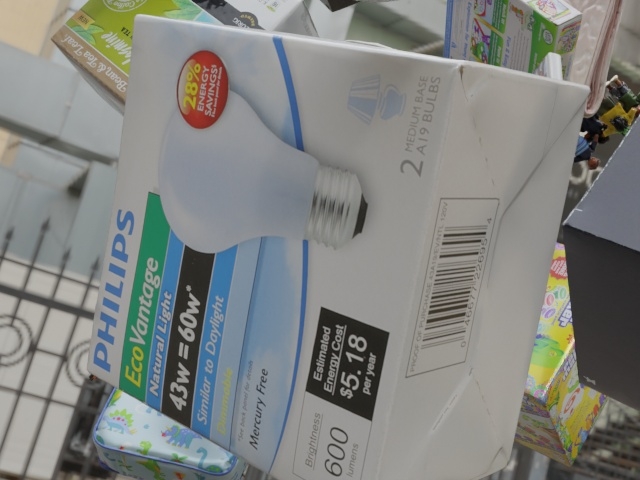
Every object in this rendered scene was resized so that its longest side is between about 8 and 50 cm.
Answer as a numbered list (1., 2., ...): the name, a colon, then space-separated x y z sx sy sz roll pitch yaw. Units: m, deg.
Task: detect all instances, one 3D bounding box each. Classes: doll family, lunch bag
1. doll family: 0.540 -0.218 1.742 0.111 0.076 0.193 45 -54 -8
2. lunch bag: -0.199 0.266 1.308 0.219 0.176 0.090 11 -43 9

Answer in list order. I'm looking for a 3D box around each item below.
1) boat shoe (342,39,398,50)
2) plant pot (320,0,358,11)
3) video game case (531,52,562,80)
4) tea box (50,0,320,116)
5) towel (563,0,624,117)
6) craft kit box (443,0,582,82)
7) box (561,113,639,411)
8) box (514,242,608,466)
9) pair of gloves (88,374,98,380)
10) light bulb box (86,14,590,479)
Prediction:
1. boat shoe: 0.116 -0.259 1.444 0.088 0.096 0.267 26 13 -43
2. plant pot: 0.037 -0.608 1.948 0.187 0.167 0.188 49 1 18
3. video game case: 0.298 -0.137 1.306 0.023 0.201 0.183 12 -31 -12
4. tea box: -0.223 -0.328 1.598 0.329 0.323 0.220 39 -8 24
5. towel: 0.459 -0.410 1.681 0.053 0.317 0.332 8 17 -16
6. craft kit box: 0.296 -0.312 1.453 0.246 0.061 0.250 52 -21 34
7. box: 0.434 0.002 1.017 0.179 0.312 0.343 26 -24 33
8. box: 0.419 0.200 1.644 0.177 0.290 0.279 21 -25 36
9. pair of gloves: -0.358 0.219 1.570 0.010 0.074 0.083 53 22 19
10. light bulb box: 0.000 0.000 0.824 0.361 0.358 0.225 17 12 38
